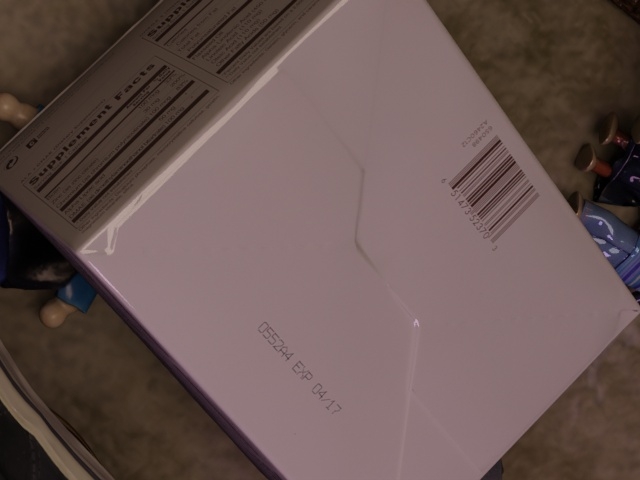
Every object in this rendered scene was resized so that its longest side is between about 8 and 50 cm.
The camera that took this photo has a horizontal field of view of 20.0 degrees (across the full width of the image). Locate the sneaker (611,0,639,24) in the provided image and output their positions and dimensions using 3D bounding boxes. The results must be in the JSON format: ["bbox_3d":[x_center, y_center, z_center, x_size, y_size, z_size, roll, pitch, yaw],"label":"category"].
[{"bbox_3d":[0.250,-0.147,1.075,0.192,0.064,0.086,31,79,-20],"label":"sneaker"}]

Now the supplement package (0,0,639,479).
[{"bbox_3d":[0.000,0.000,0.936,0.204,0.145,0.262,-45,123,-9],"label":"supplement package"}]

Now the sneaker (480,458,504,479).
[{"bbox_3d":[0.004,0.224,1.018,0.131,0.112,0.319,16,92,-23],"label":"sneaker"}]

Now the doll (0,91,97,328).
[{"bbox_3d":[-0.162,-0.015,0.959,0.189,0.046,0.129,-10,102,-17],"label":"doll"}]

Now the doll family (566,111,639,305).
[{"bbox_3d":[0.217,-0.033,1.059,0.111,0.076,0.193,25,128,-17],"label":"doll family"}]

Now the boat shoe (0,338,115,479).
[{"bbox_3d":[-0.201,0.130,0.850,0.156,0.187,0.500,-62,139,-44],"label":"boat shoe"}]

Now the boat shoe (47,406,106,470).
[{"bbox_3d":[-0.141,0.139,0.982,0.178,0.060,0.064,43,84,-19],"label":"boat shoe"}]
